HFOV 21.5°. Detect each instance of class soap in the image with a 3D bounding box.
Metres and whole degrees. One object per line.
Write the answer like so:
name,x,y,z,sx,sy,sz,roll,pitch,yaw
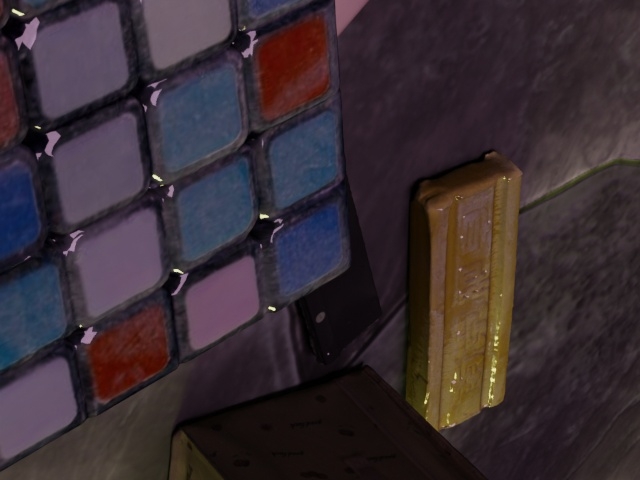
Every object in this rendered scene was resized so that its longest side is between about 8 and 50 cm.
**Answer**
soap,0.115,0.049,1.390,0.092,0.037,0.252,-25,133,-29

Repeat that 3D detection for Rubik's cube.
Rubik's cube,-0.183,-0.094,0.806,0.287,0.293,0.292,-30,137,-28

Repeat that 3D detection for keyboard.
keyboard,-0.001,0.000,1.261,0.072,0.023,0.231,-40,139,-23

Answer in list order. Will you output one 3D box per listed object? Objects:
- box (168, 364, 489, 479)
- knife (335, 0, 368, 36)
box,0.027,0.282,1.290,0.190,0.297,0.225,-12,127,-32
knife,-0.056,-0.090,1.131,0.081,0.043,0.336,24,104,-43
